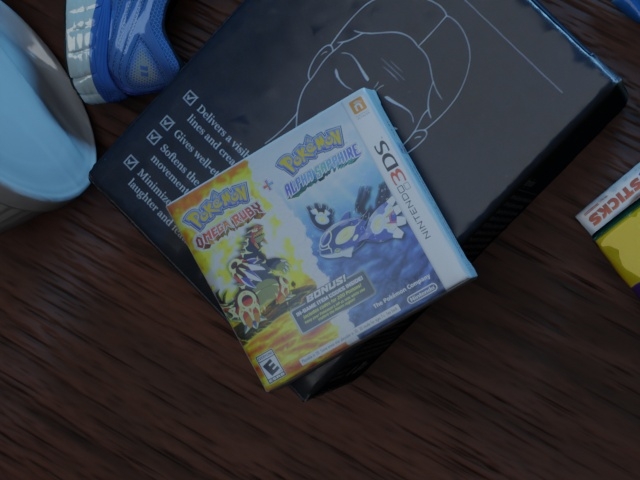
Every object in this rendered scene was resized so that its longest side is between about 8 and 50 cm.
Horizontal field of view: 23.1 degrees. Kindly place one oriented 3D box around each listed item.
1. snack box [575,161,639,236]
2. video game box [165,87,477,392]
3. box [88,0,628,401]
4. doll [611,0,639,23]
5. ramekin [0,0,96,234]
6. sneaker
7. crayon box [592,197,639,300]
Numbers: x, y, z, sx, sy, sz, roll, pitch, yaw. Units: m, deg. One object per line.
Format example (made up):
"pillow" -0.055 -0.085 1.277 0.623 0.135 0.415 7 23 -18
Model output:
"snack box" 0.330 -0.056 1.485 0.178 0.022 0.064 -41 83 10
"video game box" 0.000 0.000 1.334 0.205 0.048 0.187 -31 81 11
"box" 0.041 -0.096 1.455 0.395 0.212 0.293 -46 81 10
"doll" 0.327 -0.250 1.474 0.129 0.046 0.189 -4 95 4
"ramekin" -0.356 -0.120 1.529 0.127 0.273 0.273 -34 82 24
"sneaker" -0.180 -0.303 1.568 0.147 0.130 0.330 -2 93 -1
"crayon box" 0.478 0.044 1.402 0.313 0.106 0.363 -38 86 9
